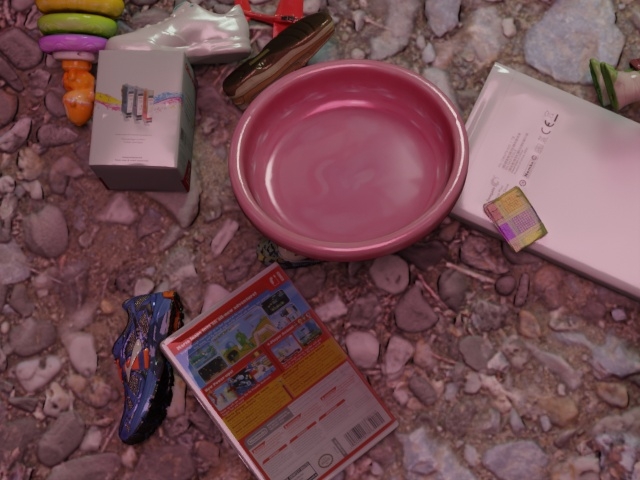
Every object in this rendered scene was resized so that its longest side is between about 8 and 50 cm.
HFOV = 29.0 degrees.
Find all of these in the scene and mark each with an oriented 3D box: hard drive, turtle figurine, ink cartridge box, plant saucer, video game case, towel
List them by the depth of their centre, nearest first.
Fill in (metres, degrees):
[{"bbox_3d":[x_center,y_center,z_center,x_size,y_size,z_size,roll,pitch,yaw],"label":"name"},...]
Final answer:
[{"bbox_3d":[-0.055,0.198,1.691,0.204,0.025,0.285,-35,84,-18],"label":"video game case"},{"bbox_3d":[0.271,-0.030,1.723,0.060,0.009,0.083,-32,78,-5],"label":"towel"},{"bbox_3d":[0.040,-0.104,1.726,0.332,0.084,0.332,-3,59,5],"label":"plant saucer"},{"bbox_3d":[0.512,-0.291,1.727,0.266,0.274,0.198,-17,42,3],"label":"turtle figurine"},{"bbox_3d":[0.362,-0.080,1.758,0.353,0.047,0.233,25,80,9],"label":"hard drive"},{"bbox_3d":[-0.250,-0.171,1.772,0.127,0.128,0.176,2,76,4],"label":"ink cartridge box"}]

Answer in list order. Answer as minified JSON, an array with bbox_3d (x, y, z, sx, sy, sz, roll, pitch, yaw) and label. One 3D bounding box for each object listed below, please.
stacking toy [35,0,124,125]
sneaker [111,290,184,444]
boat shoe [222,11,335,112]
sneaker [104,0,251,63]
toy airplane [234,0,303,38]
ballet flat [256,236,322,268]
[{"bbox_3d":[-0.355,-0.318,1.818,0.166,0.175,0.301,2,91,0],"label":"stacking toy"},{"bbox_3d":[-0.250,0.176,1.725,0.087,0.083,0.221,4,69,13],"label":"sneaker"},{"bbox_3d":[-0.051,-0.257,1.816,0.190,0.072,0.068,-34,32,7],"label":"boat shoe"},{"bbox_3d":[-0.210,-0.304,1.806,0.212,0.080,0.094,-5,82,-13],"label":"sneaker"},{"bbox_3d":[-0.072,-0.333,1.851,0.151,0.028,0.151,-1,78,3],"label":"toy airplane"},{"bbox_3d":[0.000,0.000,1.751,0.188,0.070,0.070,-8,77,2],"label":"ballet flat"}]
